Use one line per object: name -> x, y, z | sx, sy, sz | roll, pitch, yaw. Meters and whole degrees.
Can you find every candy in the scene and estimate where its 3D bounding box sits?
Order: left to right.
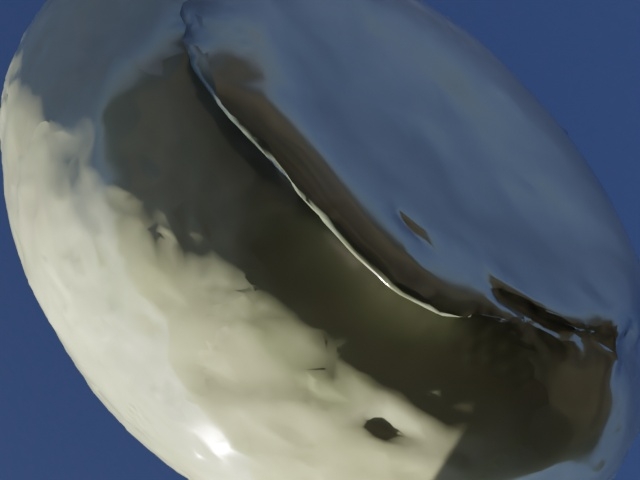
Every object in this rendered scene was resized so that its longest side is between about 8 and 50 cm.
candy -> 0.000, 0.000, 0.610 | 0.295, 0.295, 0.185 | 34, -60, -22
